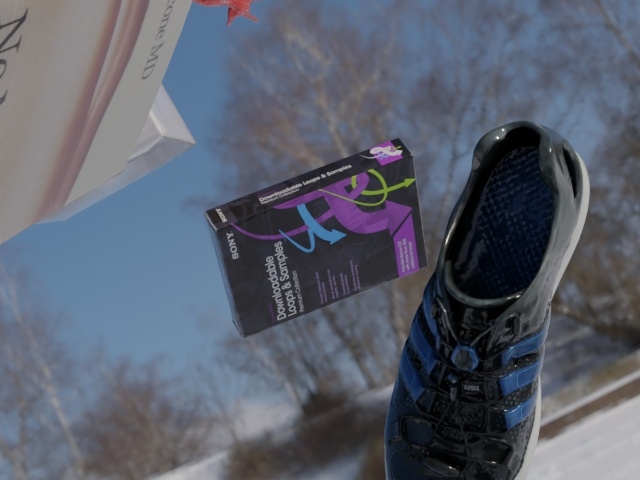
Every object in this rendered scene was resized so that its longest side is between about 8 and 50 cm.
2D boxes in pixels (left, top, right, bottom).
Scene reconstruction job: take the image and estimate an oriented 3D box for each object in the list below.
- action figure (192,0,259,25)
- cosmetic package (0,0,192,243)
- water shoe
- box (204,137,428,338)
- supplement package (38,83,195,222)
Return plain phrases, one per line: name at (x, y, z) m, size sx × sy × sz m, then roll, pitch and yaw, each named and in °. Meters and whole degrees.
action figure at (-0.094, -0.271, 1.084) m, size 0.139 × 0.091 × 0.280 m, roll -6°, pitch -61°, yaw -58°
cosmetic package at (-0.182, -0.058, 0.499) m, size 0.296 × 0.129 × 0.153 m, roll -40°, pitch -20°, yaw -51°
water shoe at (0.066, 0.043, 0.646) m, size 0.073 × 0.203 × 0.080 m, roll 12°, pitch -4°, yaw 22°
box at (0.000, 0.000, 1.083) m, size 0.162 × 0.029 × 0.116 m, roll -21°, pitch -49°, yaw -10°
supplement package at (-0.252, -0.129, 1.394) m, size 0.175 × 0.177 × 0.293 m, roll -31°, pitch 1°, yaw 2°
